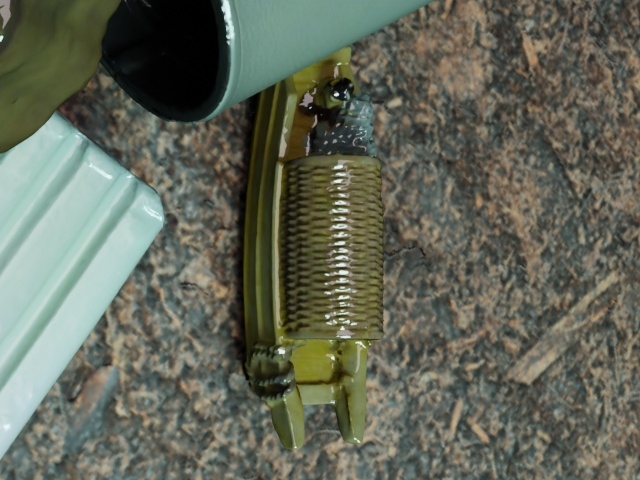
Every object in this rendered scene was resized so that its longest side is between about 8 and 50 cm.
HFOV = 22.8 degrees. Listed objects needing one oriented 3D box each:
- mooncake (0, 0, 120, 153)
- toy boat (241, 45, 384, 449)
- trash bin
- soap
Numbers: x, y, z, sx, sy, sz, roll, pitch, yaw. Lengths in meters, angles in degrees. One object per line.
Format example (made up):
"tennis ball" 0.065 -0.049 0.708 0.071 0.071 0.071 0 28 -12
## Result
"mooncake" -0.281 -0.194 0.934 0.324 0.187 0.324 0 90 13
"toy boat" 0.000 0.000 1.193 0.089 0.115 0.310 4 86 -28
"trash bin" -0.030 -0.232 1.116 0.262 0.277 0.217 -32 144 -29
"soap" -0.251 0.040 1.070 0.173 0.095 0.289 40 72 -22
